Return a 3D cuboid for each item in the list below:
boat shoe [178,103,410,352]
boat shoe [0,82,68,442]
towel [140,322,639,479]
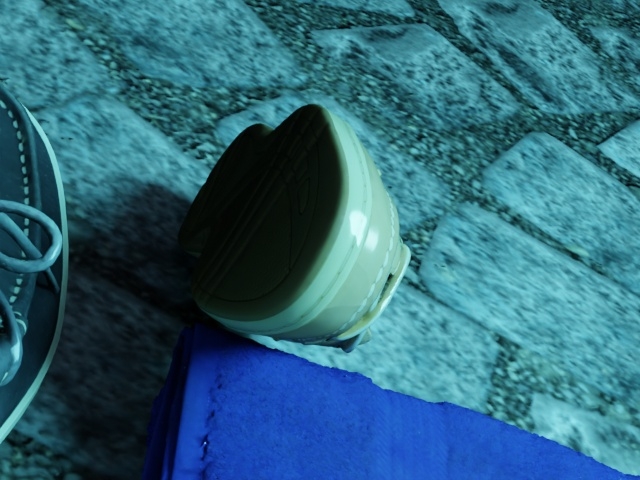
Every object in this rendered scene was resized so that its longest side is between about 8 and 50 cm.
[{"bbox_3d":[0.000,0.000,0.822,0.110,0.121,0.341,33,2,-12],"label":"boat shoe"},{"bbox_3d":[-0.215,0.027,0.674,0.187,0.156,0.500,23,30,-7],"label":"boat shoe"},{"bbox_3d":[0.052,0.175,0.757,0.308,0.076,0.227,20,35,-12],"label":"towel"}]
